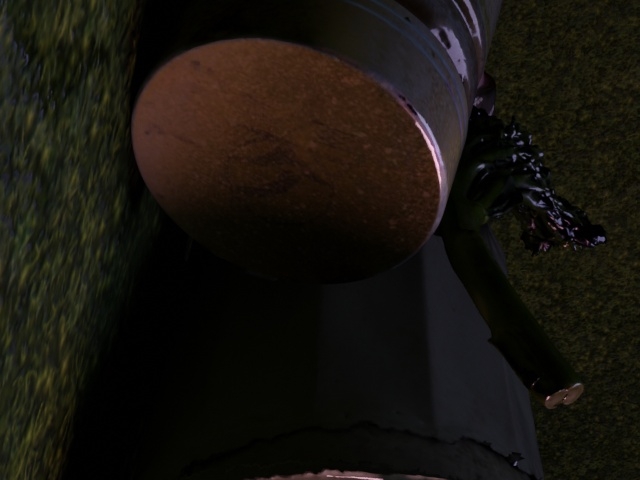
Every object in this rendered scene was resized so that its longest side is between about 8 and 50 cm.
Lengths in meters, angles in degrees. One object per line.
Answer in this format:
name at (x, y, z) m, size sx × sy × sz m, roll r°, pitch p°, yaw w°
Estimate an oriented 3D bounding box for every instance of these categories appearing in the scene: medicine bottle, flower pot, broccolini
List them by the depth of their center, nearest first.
broccolini at (0.105, 0.012, 0.804) m, size 0.271 × 0.123 × 0.062 m, roll -98°, pitch -149°, yaw -60°
medicine bottle at (0.022, -0.141, 0.839) m, size 0.151 × 0.151 × 0.322 m, roll 96°, pitch 10°, yaw -45°
flower pot at (0.016, 0.105, 0.870) m, size 0.290 × 0.290 × 0.259 m, roll 95°, pitch 0°, yaw -49°

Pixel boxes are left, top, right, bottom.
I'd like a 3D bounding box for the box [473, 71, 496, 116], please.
box at (0.050, -0.150, 1.119) m, size 0.151 × 0.151 × 0.135 m, roll -60°, pitch 153°, yaw -69°
